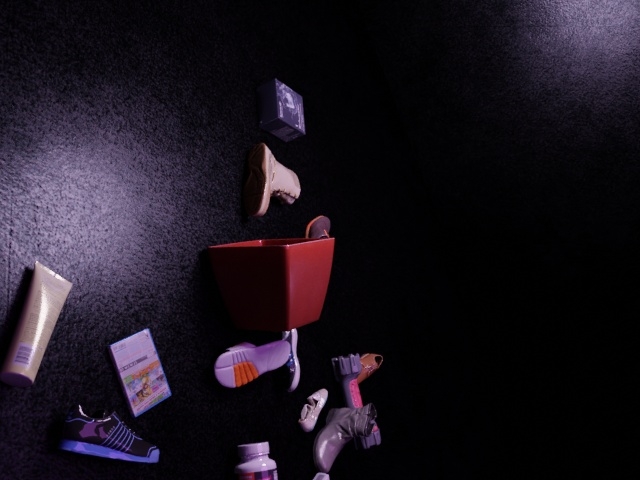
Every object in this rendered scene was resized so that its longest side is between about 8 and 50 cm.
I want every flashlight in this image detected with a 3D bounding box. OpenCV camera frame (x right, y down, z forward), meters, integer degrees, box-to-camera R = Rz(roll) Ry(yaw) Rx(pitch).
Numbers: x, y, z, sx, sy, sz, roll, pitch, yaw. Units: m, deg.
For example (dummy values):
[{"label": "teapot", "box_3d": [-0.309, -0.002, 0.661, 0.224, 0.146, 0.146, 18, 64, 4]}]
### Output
[{"label": "flashlight", "box_3d": [0.126, 0.536, 2.039, 0.103, 0.103, 0.304, -4, 81, -49]}]

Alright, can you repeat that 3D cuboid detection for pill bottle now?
[{"label": "pill bottle", "box_3d": [-0.161, 0.612, 1.526, 0.108, 0.108, 0.194, 17, 61, -55]}]

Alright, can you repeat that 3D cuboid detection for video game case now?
[{"label": "video game case", "box_3d": [-0.406, 0.296, 1.369, 0.119, 0.015, 0.167, -23, 95, -60]}]

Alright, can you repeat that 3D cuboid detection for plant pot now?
[{"label": "plant pot", "box_3d": [-0.129, 0.121, 1.702, 0.267, 0.267, 0.236, -8, 96, -60]}]

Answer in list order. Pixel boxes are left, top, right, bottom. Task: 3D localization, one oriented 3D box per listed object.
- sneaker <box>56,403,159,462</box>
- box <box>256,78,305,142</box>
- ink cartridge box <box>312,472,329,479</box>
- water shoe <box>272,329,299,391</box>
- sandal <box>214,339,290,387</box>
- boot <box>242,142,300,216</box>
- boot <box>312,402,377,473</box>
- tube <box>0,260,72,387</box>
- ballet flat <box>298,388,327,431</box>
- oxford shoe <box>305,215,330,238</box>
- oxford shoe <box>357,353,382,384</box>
[{"label": "sneaker", "box_3d": [-0.417, 0.397, 1.234, 0.232, 0.081, 0.091, 34, 55, -46]}, {"label": "box", "box_3d": [-0.137, -0.448, 2.108, 0.158, 0.093, 0.156, 20, 59, -53]}, {"label": "ink cartridge box", "box_3d": [-0.011, 0.796, 1.770, 0.145, 0.045, 0.180, -35, 124, -59]}, {"label": "water shoe", "box_3d": [-0.114, 0.345, 1.795, 0.080, 0.073, 0.203, 13, 58, -32]}, {"label": "sandal", "box_3d": [-0.195, 0.323, 1.643, 0.265, 0.076, 0.102, -5, 103, -48]}, {"label": "boot", "box_3d": [-0.151, -0.157, 1.944, 0.203, 0.095, 0.262, 39, 40, -46]}, {"label": "boot", "box_3d": [0.079, 0.601, 1.875, 0.084, 0.161, 0.247, 59, 33, -22]}, {"label": "tube", "box_3d": [-0.547, 0.160, 1.169, 0.070, 0.062, 0.240, 106, -11, -52]}, {"label": "ballet flat", "box_3d": [-0.022, 0.508, 1.862, 0.052, 0.057, 0.168, 50, 36, -18]}, {"label": "oxford shoe", "box_3d": [0.000, 0.000, 2.104, 0.097, 0.098, 0.271, 57, 34, -26]}, {"label": "oxford shoe", "box_3d": [0.160, 0.456, 2.170, 0.212, 0.076, 0.076, -32, 105, -57]}]
